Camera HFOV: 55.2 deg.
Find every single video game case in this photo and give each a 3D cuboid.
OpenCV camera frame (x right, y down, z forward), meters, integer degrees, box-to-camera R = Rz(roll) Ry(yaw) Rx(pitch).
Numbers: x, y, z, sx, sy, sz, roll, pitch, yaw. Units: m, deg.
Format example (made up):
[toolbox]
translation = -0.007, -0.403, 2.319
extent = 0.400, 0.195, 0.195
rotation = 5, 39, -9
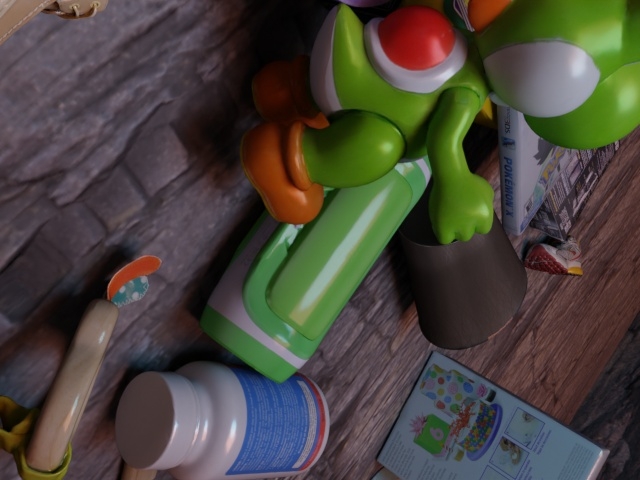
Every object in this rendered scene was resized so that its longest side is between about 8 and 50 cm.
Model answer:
[video game case]
translation = 0.349, -0.211, 0.866
extent = 0.329, 0.036, 0.300
rotation = -50, 147, -18

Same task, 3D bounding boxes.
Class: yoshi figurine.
[yoshi figurine]
translation = 0.127, -0.115, 0.526
extent = 0.203, 0.362, 0.204
rotation = -35, 109, -63

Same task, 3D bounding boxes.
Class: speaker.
[speaker]
translation = 0.000, 0.000, 0.661
extent = 0.297, 0.131, 0.131
rotation = -54, 143, -10

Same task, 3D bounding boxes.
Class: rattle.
[rattle]
translation = -0.237, 0.088, 0.512
extent = 0.130, 0.142, 0.200
rotation = 91, 15, -80

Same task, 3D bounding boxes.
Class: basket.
[basket]
translation = 0.204, 0.023, 0.906
extent = 0.204, 0.154, 0.227
rotation = -46, 138, -14

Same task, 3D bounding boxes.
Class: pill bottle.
[pill bottle]
translation = -0.100, 0.195, 0.661
extent = 0.221, 0.124, 0.124
rotation = 23, 94, -50

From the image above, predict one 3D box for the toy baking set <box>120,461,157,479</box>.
[toy baking set]
translation = -0.169, 0.316, 0.739
extent = 0.196, 0.030, 0.256
rotation = -31, 134, -35

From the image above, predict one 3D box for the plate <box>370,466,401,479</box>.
[plate]
translation = 0.121, 0.530, 1.233
extent = 0.188, 0.024, 0.188
rotation = -28, 131, -38

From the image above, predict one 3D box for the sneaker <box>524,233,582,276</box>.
[sneaker]
translation = 0.514, 0.026, 1.348
extent = 0.225, 0.088, 0.093
rotation = 10, 84, -53

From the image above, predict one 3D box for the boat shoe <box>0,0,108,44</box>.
[boat shoe]
translation = -0.162, -0.176, 0.403
extent = 0.170, 0.063, 0.059
rotation = -52, 137, -14

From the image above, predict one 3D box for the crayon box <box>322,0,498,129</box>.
[crayon box]
translation = 0.194, -0.350, 0.685
extent = 0.313, 0.106, 0.363
rotation = 18, 99, -55

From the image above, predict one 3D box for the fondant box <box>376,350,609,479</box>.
[fondant box]
translation = 0.297, 0.384, 1.090
extent = 0.096, 0.330, 0.238
rotation = 26, 92, -55

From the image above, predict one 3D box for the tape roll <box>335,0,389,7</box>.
[tape roll]
translation = 0.021, -0.282, 0.461
extent = 0.189, 0.080, 0.189
rotation = -30, 135, -35

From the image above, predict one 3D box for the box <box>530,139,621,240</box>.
[box]
translation = 0.462, -0.168, 1.149
extent = 0.243, 0.076, 0.307
rotation = -58, 143, -5
